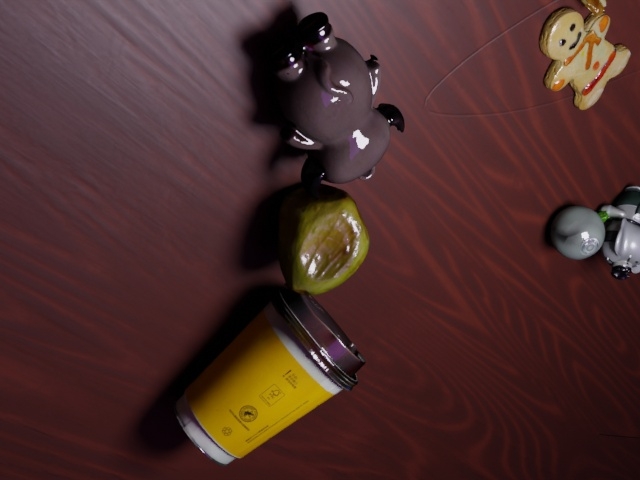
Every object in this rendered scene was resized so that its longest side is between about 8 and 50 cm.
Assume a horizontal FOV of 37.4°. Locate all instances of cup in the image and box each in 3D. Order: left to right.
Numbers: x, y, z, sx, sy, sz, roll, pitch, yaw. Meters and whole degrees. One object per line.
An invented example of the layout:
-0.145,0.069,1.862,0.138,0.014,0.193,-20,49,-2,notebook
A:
-0.081,0.211,1.466,0.280,0.196,0.196,-40,138,5,cup

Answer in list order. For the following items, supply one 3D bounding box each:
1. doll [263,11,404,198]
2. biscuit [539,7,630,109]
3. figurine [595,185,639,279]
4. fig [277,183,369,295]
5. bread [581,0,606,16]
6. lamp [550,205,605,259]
0.015,-0.178,1.293,0.182,0.117,0.257,-39,136,-7,doll
0.443,-0.313,1.606,0.153,0.030,0.234,-54,138,4,biscuit
0.610,-0.012,1.888,0.147,0.126,0.192,35,63,-36,figurine
0.000,0.000,1.388,0.144,0.154,0.165,22,69,-29,fig
0.432,-0.402,1.520,0.036,0.046,0.083,-18,148,30,bread
0.492,-0.015,1.812,0.105,0.105,0.105,-21,131,-26,lamp
